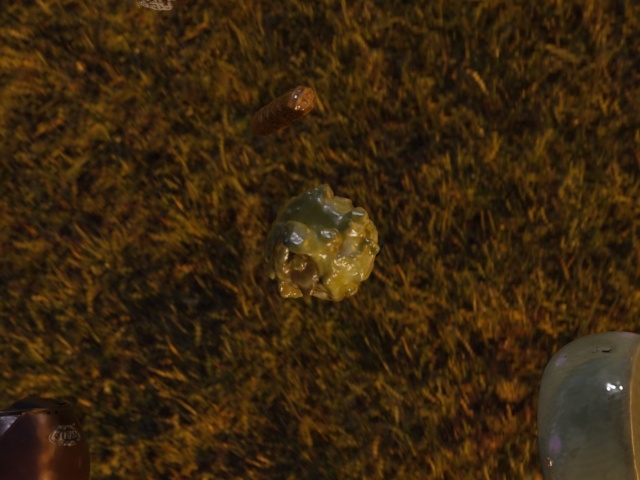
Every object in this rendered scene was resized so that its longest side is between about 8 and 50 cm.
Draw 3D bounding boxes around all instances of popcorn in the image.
[{"bbox_3d":[0.007,0.005,1.705,0.173,0.142,0.173,-26,34,19],"label":"popcorn"}]

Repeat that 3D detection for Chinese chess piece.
[{"bbox_3d":[0.317,0.221,1.275,0.101,0.250,0.250,-11,67,30],"label":"Chinese chess piece"}]

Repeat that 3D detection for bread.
[{"bbox_3d":[-0.057,-0.198,1.843,0.052,0.157,0.044,-42,101,-30],"label":"bread"}]

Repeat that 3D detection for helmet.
[{"bbox_3d":[-0.380,0.280,1.464,0.216,0.189,0.193,-46,70,19],"label":"helmet"}]

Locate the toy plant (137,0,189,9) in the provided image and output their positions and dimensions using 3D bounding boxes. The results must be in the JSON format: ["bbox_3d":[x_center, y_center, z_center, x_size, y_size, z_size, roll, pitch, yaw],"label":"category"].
[{"bbox_3d":[-0.165,-0.304,1.172,0.143,0.200,0.105,11,70,8],"label":"toy plant"}]
